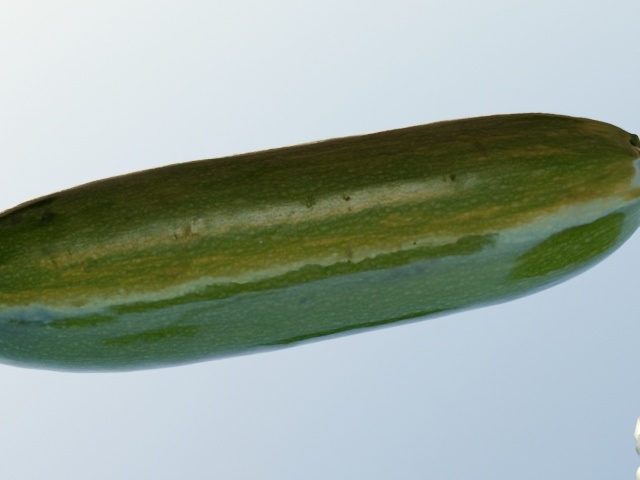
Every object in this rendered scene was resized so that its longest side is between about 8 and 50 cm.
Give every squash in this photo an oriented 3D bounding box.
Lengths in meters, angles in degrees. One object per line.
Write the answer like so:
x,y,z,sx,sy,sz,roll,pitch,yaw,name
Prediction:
0.000,0.000,0.675,0.395,0.107,0.107,-11,-159,-4,squash

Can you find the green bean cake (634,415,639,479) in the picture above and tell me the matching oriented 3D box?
0.250,0.152,0.602,0.125,0.227,0.222,-12,-167,-25,green bean cake
